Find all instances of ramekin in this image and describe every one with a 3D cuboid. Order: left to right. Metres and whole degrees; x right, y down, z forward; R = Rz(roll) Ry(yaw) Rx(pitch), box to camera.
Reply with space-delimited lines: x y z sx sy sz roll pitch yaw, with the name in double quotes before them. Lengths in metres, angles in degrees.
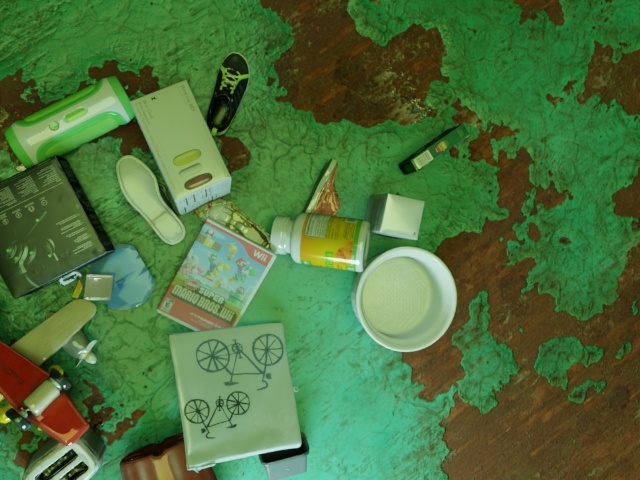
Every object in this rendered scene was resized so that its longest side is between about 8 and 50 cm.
"ramekin" 0.216 0.152 1.902 0.277 0.135 0.277 0 92 -12

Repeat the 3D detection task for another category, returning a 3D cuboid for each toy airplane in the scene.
"toy airplane" -0.731 0.333 1.674 0.386 0.272 0.384 -8 55 -3

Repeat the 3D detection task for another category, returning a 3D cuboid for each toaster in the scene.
"toaster" -0.626 0.550 1.733 0.227 0.146 0.129 -37 99 -9

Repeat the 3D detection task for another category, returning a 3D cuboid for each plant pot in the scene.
"plant pot" -0.363 0.637 1.746 0.273 0.272 0.265 -18 86 -11

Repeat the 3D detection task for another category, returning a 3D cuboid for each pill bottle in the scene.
"pill bottle" 0.000 0.000 1.829 0.246 0.136 0.136 8 90 10

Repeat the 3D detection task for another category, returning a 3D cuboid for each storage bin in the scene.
"storage bin" -0.099 0.580 1.878 0.135 0.098 0.091 -11 121 -12

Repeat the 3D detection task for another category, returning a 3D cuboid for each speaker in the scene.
"speaker" -0.610 -0.290 1.724 0.297 0.131 0.131 -30 97 -9

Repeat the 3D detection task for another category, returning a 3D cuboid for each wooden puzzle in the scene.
"wooden puzzle" -0.558 0.117 1.759 0.116 0.014 0.078 11 103 -32

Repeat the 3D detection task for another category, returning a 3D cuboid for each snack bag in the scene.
"snack bag" -0.208 0.385 1.781 0.323 0.037 0.342 -3 73 -30

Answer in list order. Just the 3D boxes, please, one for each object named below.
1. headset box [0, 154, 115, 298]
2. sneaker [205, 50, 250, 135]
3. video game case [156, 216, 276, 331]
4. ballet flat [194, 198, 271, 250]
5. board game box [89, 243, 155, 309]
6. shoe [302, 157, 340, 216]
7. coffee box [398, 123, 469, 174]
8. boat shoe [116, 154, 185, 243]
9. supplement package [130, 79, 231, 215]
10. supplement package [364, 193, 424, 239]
"headset box" -0.672 -0.024 1.704 0.246 0.131 0.283 -28 94 -5
"sneaker" -0.236 -0.378 1.814 0.084 0.097 0.234 16 88 -12
"video game case" -0.270 0.109 1.820 0.204 0.025 0.285 29 100 -11
"ballet flat" -0.222 -0.045 1.836 0.241 0.077 0.091 30 86 -10
"board game box" -0.508 0.095 1.805 0.133 0.033 0.168 -30 92 -4
"shoe" 0.023 -0.128 1.895 0.081 0.063 0.178 25 92 -12
"coffee box" 0.310 -0.249 1.923 0.184 0.113 0.040 -36 97 -10
"boat shoe" -0.431 -0.102 1.791 0.095 0.079 0.254 -40 101 -10
"supplement package" -0.337 -0.222 1.724 0.145 0.204 0.261 -25 87 -11
"supplement package" 0.191 -0.062 1.868 0.105 0.179 0.105 12 89 -12
